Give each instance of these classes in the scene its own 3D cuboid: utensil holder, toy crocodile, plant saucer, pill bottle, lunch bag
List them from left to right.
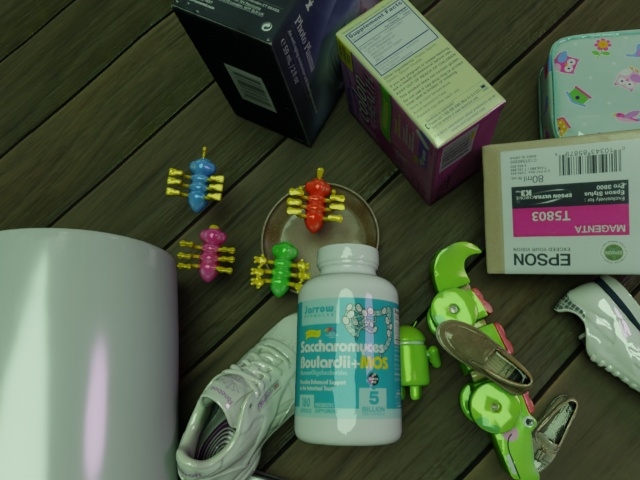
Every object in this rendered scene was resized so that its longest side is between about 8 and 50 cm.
[{"bbox_3d":[-0.357,0.212,0.712,0.327,0.327,0.386,-7,72,7],"label":"utensil holder"},{"bbox_3d":[0.000,0.000,0.869,0.198,0.036,0.199,-3,74,9],"label":"plant saucer"},{"bbox_3d":[0.038,0.142,0.725,0.146,0.146,0.264,-2,73,8],"label":"pill bottle"},{"bbox_3d":[0.232,0.166,0.740,0.105,0.115,0.341,-20,71,2],"label":"toy crocodile"},{"bbox_3d":[0.499,-0.227,0.821,0.279,0.108,0.224,1,72,9],"label":"lunch bag"}]

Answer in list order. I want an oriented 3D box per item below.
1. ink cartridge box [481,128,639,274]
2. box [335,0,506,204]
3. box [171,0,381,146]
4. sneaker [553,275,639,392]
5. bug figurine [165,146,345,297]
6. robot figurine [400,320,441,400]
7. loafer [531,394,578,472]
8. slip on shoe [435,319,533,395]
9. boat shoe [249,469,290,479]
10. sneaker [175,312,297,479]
[{"bbox_3d":[0.356,-0.050,0.731,0.234,0.088,0.193,-2,94,30],"label":"ink cartridge box"},{"bbox_3d":[0.148,-0.212,0.815,0.117,0.213,0.243,-34,72,-3],"label":"box"},{"bbox_3d":[-0.041,-0.370,0.850,0.182,0.296,0.294,26,79,16],"label":"box"},{"bbox_3d":[0.439,0.165,0.734,0.094,0.090,0.235,-34,67,11],"label":"sneaker"},{"bbox_3d":[-0.109,-0.027,0.827,0.278,0.072,0.216,11,83,-1],"label":"bug figurine"},{"bbox_3d":[0.128,0.181,0.777,0.101,0.067,0.115,-9,72,19],"label":"robot figurine"},{"bbox_3d":[0.324,0.274,0.733,0.045,0.039,0.125,32,81,17],"label":"loafer"},{"bbox_3d":[0.211,0.148,0.666,0.135,0.041,0.051,40,78,18],"label":"slip on shoe"},{"bbox_3d":[-0.066,0.384,0.747,0.219,0.078,0.070,10,74,20],"label":"boat shoe"},{"bbox_3d":[-0.087,0.216,0.734,0.114,0.152,0.305,21,57,23],"label":"sneaker"}]
